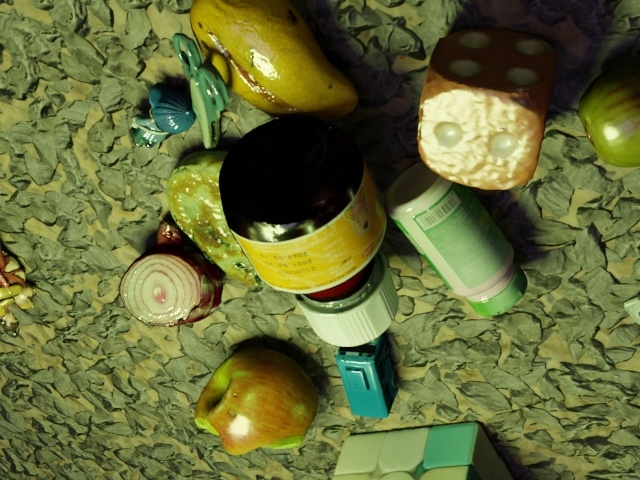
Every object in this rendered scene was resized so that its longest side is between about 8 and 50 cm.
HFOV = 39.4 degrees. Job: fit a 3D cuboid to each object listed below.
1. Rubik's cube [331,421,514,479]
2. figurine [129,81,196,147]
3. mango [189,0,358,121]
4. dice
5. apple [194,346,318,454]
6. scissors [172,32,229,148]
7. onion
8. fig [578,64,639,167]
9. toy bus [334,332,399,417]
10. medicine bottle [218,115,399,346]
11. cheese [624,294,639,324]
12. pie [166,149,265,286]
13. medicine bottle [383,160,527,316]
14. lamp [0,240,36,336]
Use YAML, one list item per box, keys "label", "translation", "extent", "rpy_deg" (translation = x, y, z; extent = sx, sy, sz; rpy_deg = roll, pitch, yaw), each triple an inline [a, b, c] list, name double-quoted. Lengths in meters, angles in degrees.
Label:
- label: "Rubik's cube"
  translation: [0.227, 0.640, 1.926]
  extent: [0.347, 0.347, 0.344]
  rpy_deg: [-12, 124, 32]
- label: "figurine"
  translation: [-0.278, -0.208, 1.546]
  extent: [0.086, 0.087, 0.149]
  rpy_deg: [8, 150, -40]
- label: "mango"
  translation: [-0.077, -0.277, 1.362]
  extent: [0.295, 0.120, 0.177]
  rpy_deg: [45, 139, -18]
- label: "dice"
  translation: [0.237, -0.190, 1.279]
  extent: [0.179, 0.174, 0.174]
  rpy_deg: [13, 136, 10]
- label: "apple"
  translation: [-0.127, 0.354, 1.883]
  extent: [0.226, 0.246, 0.246]
  rpy_deg: [33, 136, -23]
- label: "scissors"
  translation: [-0.186, -0.223, 1.448]
  extent: [0.138, 0.041, 0.289]
  rpy_deg: [50, 166, 16]
- label: "onion"
  translation: [-0.289, 0.059, 1.765]
  extent: [0.195, 0.140, 0.218]
  rpy_deg: [-3, 92, 24]
- label: "fig"
  translation: [0.450, -0.191, 1.231]
  extent: [0.186, 0.148, 0.142]
  rpy_deg: [-44, 93, 3]
- label: "toy bus"
  translation: [0.095, 0.267, 1.806]
  extent: [0.090, 0.106, 0.184]
  rpy_deg: [2, 131, 24]
- label: "medicine bottle"
  translation: [0.000, 0.000, 1.463]
  extent: [0.243, 0.242, 0.395]
  rpy_deg: [1, 146, 21]
- label: "cheese"
  translation: [0.608, 0.176, 1.548]
  extent: [0.127, 0.049, 0.235]
  rpy_deg: [-25, 119, 39]
- label: "pie"
  translation: [-0.151, -0.041, 1.634]
  extent: [0.303, 0.067, 0.302]
  rpy_deg: [17, 137, 17]
- label: "medicine bottle"
  translation: [0.232, 0.001, 1.484]
  extent: [0.133, 0.133, 0.274]
  rpy_deg: [-23, 118, 36]
- label: "lamp"
  translation: [-0.702, 0.100, 1.980]
  extent: [0.118, 0.118, 0.253]
  rpy_deg: [-5, 127, 26]
